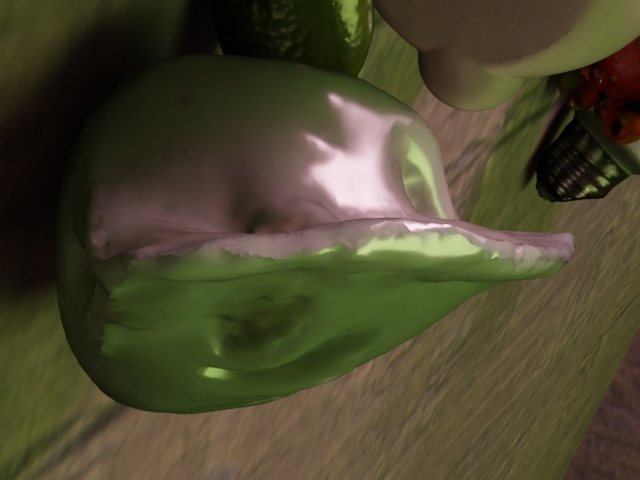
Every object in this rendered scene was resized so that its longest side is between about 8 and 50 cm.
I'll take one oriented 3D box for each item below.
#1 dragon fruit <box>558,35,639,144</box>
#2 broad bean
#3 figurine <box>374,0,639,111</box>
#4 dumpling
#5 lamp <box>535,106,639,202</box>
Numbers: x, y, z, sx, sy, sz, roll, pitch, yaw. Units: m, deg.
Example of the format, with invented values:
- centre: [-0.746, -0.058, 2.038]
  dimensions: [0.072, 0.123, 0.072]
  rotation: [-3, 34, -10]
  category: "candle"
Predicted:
- centre: [0.222, -0.133, 1.138]
  dimensions: [0.133, 0.150, 0.208]
  rotation: [-19, 157, -27]
  category: "dragon fruit"
- centre: [-0.005, -0.120, 0.502]
  dimensions: [0.053, 0.052, 0.256]
  rotation: [-44, 158, -24]
  category: "broad bean"
- centre: [0.103, -0.161, 0.664]
  dimensions: [0.235, 0.127, 0.155]
  rotation: [-45, 134, -50]
  category: "figurine"
- centre: [-0.011, -0.011, 0.538]
  dimensions: [0.152, 0.108, 0.219]
  rotation: [-25, -177, 2]
  category: "dumpling"
- centre: [0.283, -0.144, 1.243]
  dimensions: [0.314, 0.182, 0.182]
  rotation: [-48, 164, -7]
  category: "lamp"
